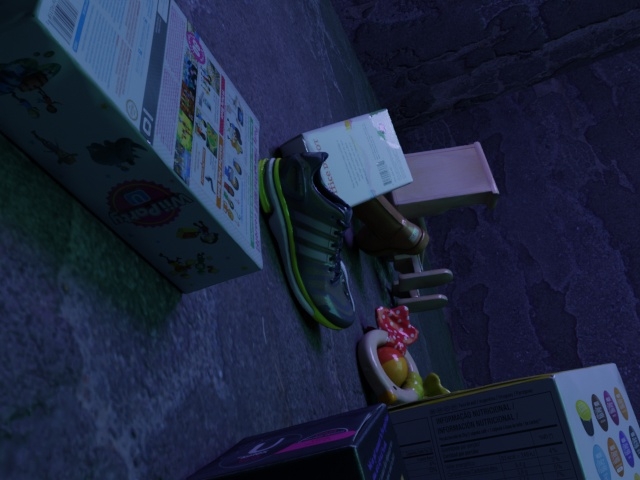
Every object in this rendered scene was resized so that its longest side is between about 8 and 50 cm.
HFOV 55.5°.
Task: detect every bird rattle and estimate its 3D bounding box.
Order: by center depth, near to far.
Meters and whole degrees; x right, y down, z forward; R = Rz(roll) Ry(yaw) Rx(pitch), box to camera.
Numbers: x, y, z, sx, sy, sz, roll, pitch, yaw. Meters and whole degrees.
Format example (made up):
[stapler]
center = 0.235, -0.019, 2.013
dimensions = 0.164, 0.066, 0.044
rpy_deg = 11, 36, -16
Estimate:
[bird rattle]
center = 0.154, 0.245, 1.220
dimensions = 0.207, 0.143, 0.254
rpy_deg = 15, 53, -53

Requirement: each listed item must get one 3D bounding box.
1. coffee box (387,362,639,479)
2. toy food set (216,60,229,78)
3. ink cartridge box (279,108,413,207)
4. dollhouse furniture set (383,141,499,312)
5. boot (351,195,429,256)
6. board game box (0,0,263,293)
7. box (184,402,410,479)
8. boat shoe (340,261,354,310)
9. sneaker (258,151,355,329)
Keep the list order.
[coffee box]
center = 0.290, 0.386, 0.909
dimensions = 0.337, 0.338, 0.335
rpy_deg = 11, 61, -51
[toy food set]
center = -0.146, -0.191, 0.811
dimensions = 0.192, 0.038, 0.133
rpy_deg = 30, 43, -68
[ink cartridge box]
center = 0.050, -0.143, 1.147
dimensions = 0.212, 0.093, 0.154
rpy_deg = -24, 95, -34
[dollhouse furniture set]
center = 0.303, -0.058, 1.658
dimensions = 0.394, 0.256, 0.362
rpy_deg = 83, -2, -56
[boot]
center = 0.091, -0.071, 1.372
dimensions = 0.269, 0.236, 0.089
rpy_deg = 38, 67, -29
[board game box]
center = -0.163, -0.125, 0.557
dimensions = 0.303, 0.097, 0.224
rpy_deg = 53, 24, -47
[box]
center = 0.010, 0.302, 0.519
dimensions = 0.143, 0.165, 0.271
rpy_deg = 6, 66, -73
[boat shoe]
center = 0.029, 0.085, 1.096
dimensions = 0.040, 0.049, 0.142
rpy_deg = -75, 146, -64
[sneaker]
center = 0.000, 0.000, 0.945
dimensions = 0.111, 0.121, 0.300
rpy_deg = -61, 131, -70
